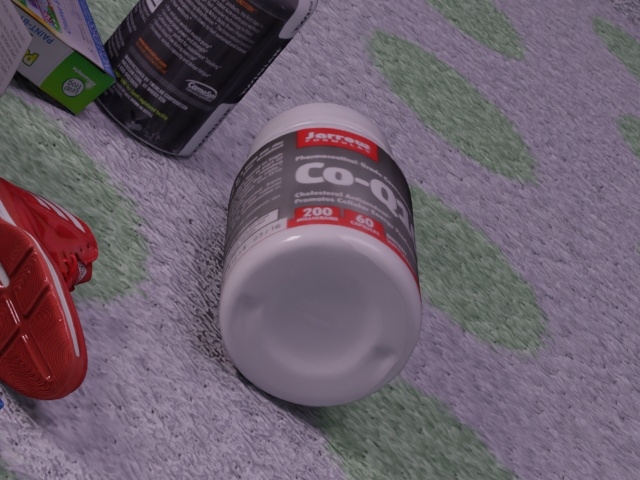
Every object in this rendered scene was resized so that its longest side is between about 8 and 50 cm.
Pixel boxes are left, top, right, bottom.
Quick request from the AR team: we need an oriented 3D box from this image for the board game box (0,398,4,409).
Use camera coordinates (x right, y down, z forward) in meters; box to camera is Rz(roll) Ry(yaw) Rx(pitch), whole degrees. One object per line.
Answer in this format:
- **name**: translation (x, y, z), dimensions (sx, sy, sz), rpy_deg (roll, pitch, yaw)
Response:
- **board game box**: translation (-0.310, 0.036, 1.234), dimensions (0.160, 0.047, 0.210), rpy_deg (9, 39, -53)

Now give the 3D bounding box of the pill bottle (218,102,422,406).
- **pill bottle**: translation (0.000, 0.000, 1.671), dimensions (0.161, 0.161, 0.283), rpy_deg (35, 23, -17)

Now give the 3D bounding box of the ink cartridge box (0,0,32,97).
- **ink cartridge box**: translation (-0.364, -0.226, 1.435), dimensions (0.261, 0.066, 0.296), rpy_deg (23, -15, 13)

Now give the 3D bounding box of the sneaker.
- **sneaker**: translation (-0.187, 0.028, 1.408), dimensions (0.128, 0.087, 0.221), rpy_deg (14, 35, -47)

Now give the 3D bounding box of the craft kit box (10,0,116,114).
- **craft kit box**: translation (-0.302, -0.256, 1.734), dimensions (0.246, 0.061, 0.250), rpy_deg (41, 16, -42)

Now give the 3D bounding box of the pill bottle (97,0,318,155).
- **pill bottle**: translation (-0.090, -0.203, 1.788), dimensions (0.130, 0.245, 0.130), rpy_deg (35, 23, -17)
